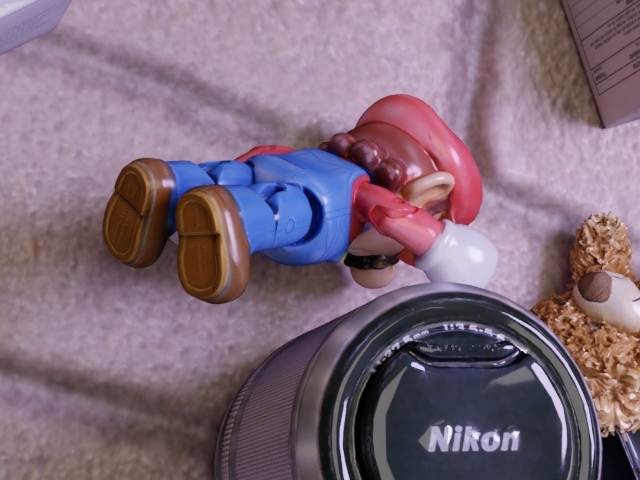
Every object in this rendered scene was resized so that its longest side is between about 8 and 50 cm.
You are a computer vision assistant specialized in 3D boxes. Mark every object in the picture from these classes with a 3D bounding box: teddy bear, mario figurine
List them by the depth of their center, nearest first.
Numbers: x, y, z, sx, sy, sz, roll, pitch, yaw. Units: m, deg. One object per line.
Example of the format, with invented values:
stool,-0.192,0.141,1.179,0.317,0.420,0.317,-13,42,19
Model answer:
mario figurine,0.000,0.000,1.348,0.321,0.170,0.198,-10,61,-43
teddy bear,0.299,0.066,1.428,0.338,0.113,0.245,8,43,-18

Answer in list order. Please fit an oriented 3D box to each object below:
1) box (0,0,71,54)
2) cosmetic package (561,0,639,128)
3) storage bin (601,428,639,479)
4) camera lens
box,-0.300,-0.213,1.315,0.182,0.119,0.181,-30,90,-23
cosmetic package,0.276,-0.263,1.515,0.129,0.153,0.296,-15,85,-21
storage bin,0.268,0.196,1.446,0.091,0.098,0.135,-19,85,-33
camera lens,0.054,0.155,1.274,0.219,0.274,0.219,4,77,-19
